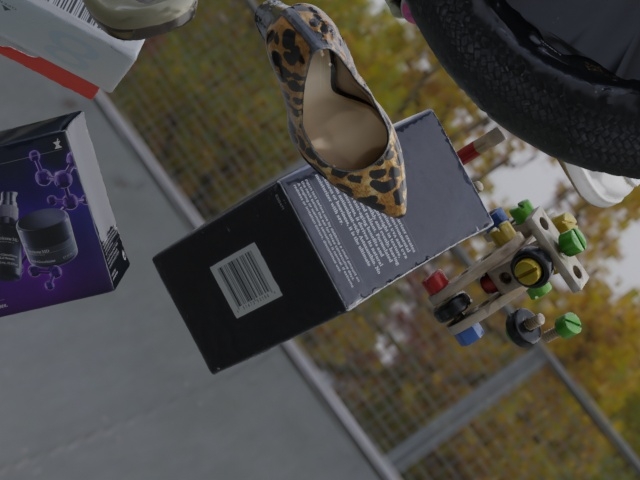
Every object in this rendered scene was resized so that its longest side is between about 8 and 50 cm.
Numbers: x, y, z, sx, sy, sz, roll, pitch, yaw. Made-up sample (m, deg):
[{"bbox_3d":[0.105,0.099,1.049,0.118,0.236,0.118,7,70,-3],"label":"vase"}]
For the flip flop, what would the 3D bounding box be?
[{"bbox_3d":[-0.202,-0.260,1.349,0.277,0.112,0.080,43,-22,45],"label":"flip flop"}]

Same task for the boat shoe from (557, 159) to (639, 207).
[{"bbox_3d":[0.215,-0.109,1.174,0.277,0.096,0.098,41,31,-57],"label":"boat shoe"}]

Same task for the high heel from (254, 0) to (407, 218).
[{"bbox_3d":[0.024,-0.109,1.449,0.261,0.093,0.186,56,-2,-18],"label":"high heel"}]

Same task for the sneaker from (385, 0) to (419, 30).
[{"bbox_3d":[0.185,-0.360,2.312,0.103,0.111,0.252,62,-19,-21],"label":"sneaker"}]

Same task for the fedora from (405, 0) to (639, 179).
[{"bbox_3d":[0.202,-0.178,0.860,0.334,0.334,0.152,54,-4,8],"label":"fedora"}]

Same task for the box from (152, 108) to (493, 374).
[{"bbox_3d":[0.000,0.000,1.933,0.296,0.294,0.182,-28,-91,47],"label":"box"}]

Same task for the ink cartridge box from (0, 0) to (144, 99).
[{"bbox_3d":[-0.389,-0.267,1.873,0.308,0.091,0.385,26,-21,-13],"label":"ink cartridge box"}]

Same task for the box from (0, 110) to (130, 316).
[{"bbox_3d":[-0.359,-0.014,1.636,0.103,0.261,0.184,-76,152,-75],"label":"box"}]

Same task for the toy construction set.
[{"bbox_3d":[0.282,-0.017,2.179,0.237,0.257,0.309,-34,-109,44],"label":"toy construction set"}]
